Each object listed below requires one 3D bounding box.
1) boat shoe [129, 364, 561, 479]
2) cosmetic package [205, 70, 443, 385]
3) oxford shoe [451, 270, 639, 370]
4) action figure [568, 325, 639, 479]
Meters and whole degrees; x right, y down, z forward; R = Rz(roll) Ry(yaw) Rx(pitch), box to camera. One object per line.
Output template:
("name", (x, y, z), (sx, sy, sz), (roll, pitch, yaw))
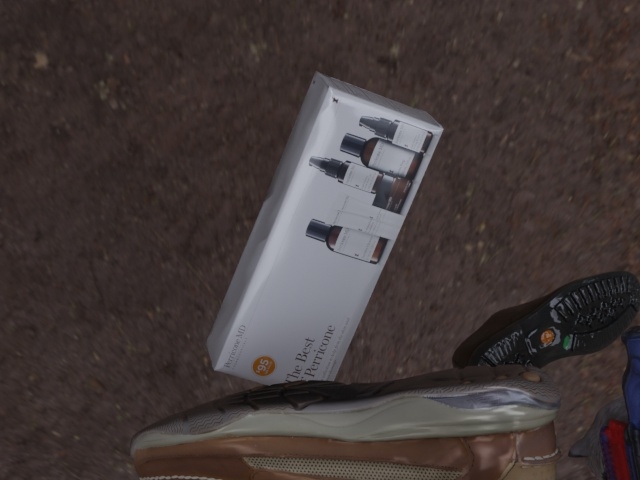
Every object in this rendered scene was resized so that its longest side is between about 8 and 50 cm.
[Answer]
("boat shoe", (0.009, 0.158, 0.919), (0.324, 0.123, 0.116), (-8, 92, 29))
("cosmetic package", (0.000, 0.000, 1.033), (0.099, 0.060, 0.239), (18, 105, -15))
("oxford shoe", (0.235, 0.085, 1.406), (0.227, 0.096, 0.082), (-22, 107, -19))
("action figure", (0.353, 0.206, 1.025), (0.330, 0.341, 0.178), (10, 28, 36))
